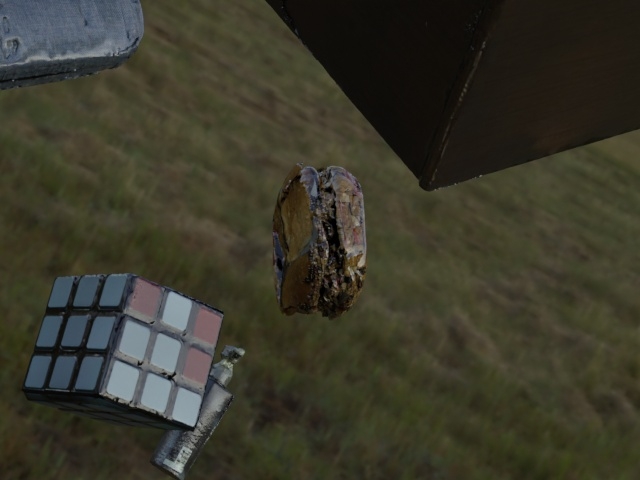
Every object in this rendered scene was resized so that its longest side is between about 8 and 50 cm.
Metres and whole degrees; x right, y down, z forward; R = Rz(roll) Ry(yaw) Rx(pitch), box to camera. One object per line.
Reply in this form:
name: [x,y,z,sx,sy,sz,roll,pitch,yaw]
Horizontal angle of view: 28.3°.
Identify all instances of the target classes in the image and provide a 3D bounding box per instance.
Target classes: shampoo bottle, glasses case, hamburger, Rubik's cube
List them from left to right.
glasses case: [-0.280,-0.178,1.047,0.283,0.109,0.067,-14,-12,-31]
Rubik's cube: [-0.240,0.139,1.551,0.161,0.163,0.162,-3,-24,42]
shampoo bottle: [-0.173,0.246,1.851,0.064,0.207,0.057,6,-28,49]
hamburger: [0.000,0.000,1.726,0.107,0.230,0.231,4,10,-12]

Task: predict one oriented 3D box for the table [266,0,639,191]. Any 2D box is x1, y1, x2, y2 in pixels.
table: [0.103,-0.213,0.728,0.251,0.196,0.282,-16,54,-30]
